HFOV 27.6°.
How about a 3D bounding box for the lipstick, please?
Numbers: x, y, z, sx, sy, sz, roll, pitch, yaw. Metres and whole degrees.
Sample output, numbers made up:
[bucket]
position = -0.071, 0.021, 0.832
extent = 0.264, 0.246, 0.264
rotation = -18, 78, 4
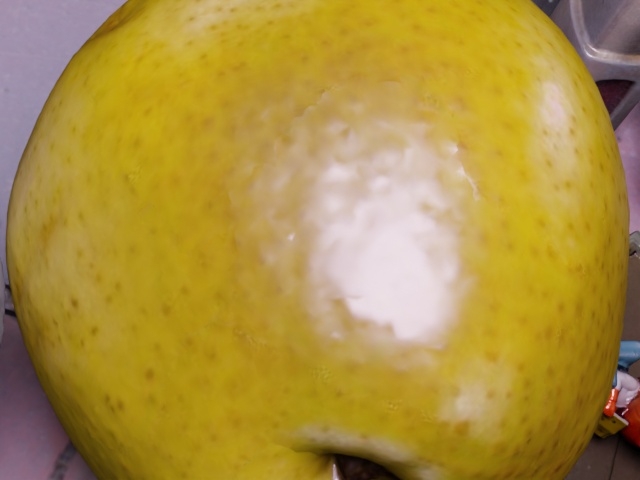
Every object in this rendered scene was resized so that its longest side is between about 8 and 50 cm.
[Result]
[lipstick]
position = 0.214, -0.156, 0.927
extent = 0.079, 0.253, 0.077
rotation = 1, 65, -12

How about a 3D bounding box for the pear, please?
[pear]
position = 0.000, 0.000, 0.753
extent = 0.362, 0.362, 0.418
rotation = 1, 32, -10

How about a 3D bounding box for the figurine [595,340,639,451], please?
[figurine]
position = 0.216, 0.111, 0.892
extent = 0.140, 0.068, 0.075
rotation = 17, 61, -11

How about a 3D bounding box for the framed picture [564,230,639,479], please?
[framed picture]
position = 0.186, 0.129, 0.921
extent = 0.265, 0.018, 0.192
rotation = -29, 74, -22

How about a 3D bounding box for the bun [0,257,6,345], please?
[bun]
position = -0.292, 0.039, 0.706
extent = 0.211, 0.362, 0.362
rotation = 7, 62, -32

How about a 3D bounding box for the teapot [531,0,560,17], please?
[teapot]
position = 0.210, -0.284, 1.001
extent = 0.171, 0.225, 0.203
rotation = -33, 75, -23
